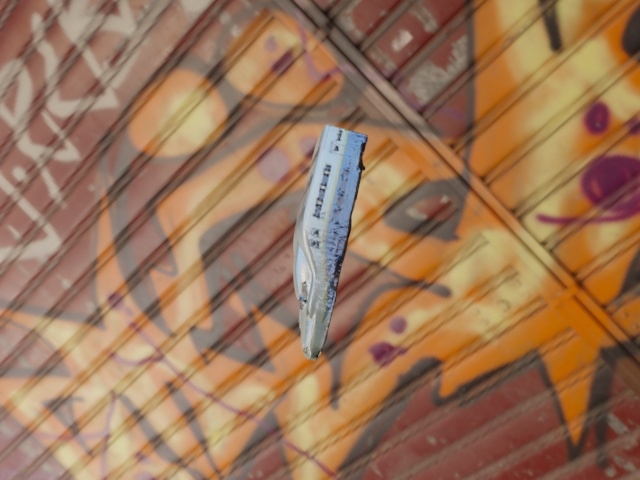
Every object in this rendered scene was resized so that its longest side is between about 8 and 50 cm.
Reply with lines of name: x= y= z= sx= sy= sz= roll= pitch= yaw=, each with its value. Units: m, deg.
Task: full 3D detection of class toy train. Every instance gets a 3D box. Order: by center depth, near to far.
toy train: x=0.000 y=0.000 z=0.857 sx=0.052 sy=0.051 sz=0.233 roll=121 pitch=164 yaw=-62
